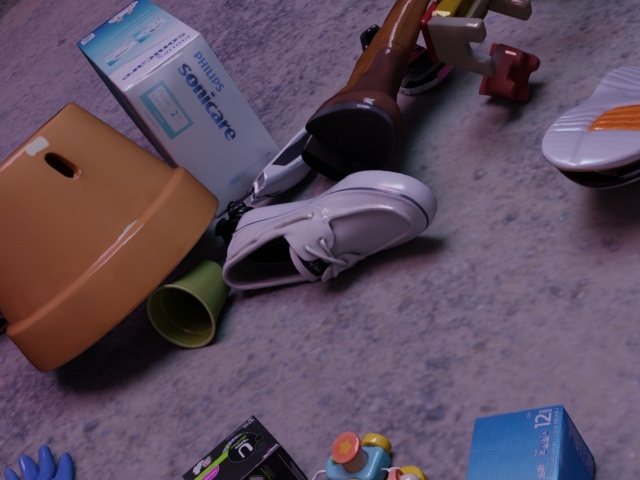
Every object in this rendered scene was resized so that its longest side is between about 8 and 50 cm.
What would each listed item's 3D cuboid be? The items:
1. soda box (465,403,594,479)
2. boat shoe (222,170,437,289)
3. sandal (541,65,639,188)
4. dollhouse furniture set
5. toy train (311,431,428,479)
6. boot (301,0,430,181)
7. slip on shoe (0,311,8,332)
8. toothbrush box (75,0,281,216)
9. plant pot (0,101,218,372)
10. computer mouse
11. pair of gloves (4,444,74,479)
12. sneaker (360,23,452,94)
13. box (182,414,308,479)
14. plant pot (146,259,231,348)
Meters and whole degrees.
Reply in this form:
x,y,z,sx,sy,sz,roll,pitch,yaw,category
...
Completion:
x,y,z,sx,sy,sz,roll,pitch,yaw,category
0.134,0.215,0.689,0.071,0.067,0.210,-15,36,29,soda box
0.000,0.000,1.085,0.267,0.096,0.088,-9,43,37,boat shoe
0.291,-0.097,0.979,0.102,0.076,0.265,8,28,30,sandal
0.222,-0.319,1.202,0.152,0.201,0.374,20,66,32,dollhouse furniture set
0.027,0.212,0.813,0.125,0.046,0.166,-38,32,-7,toy train
0.091,-0.210,1.165,0.280,0.096,0.264,-60,-1,-9,boot
-0.473,0.127,1.394,0.135,0.051,0.041,-30,40,-5,slip on shoe
-0.194,-0.190,1.406,0.126,0.216,0.295,-39,33,-7,toothbrush box
-0.292,-0.020,1.202,0.291,0.203,0.291,-39,16,14,plant pot
-0.054,-0.071,1.263,0.193,0.042,0.106,-49,-1,-28,computer mouse
-0.333,0.297,1.052,0.198,0.023,0.159,-34,31,-2,pair of gloves
0.103,-0.240,1.334,0.063,0.075,0.170,-40,32,-11,sneaker
-0.066,0.207,0.901,0.083,0.052,0.062,-40,31,-12,box
-0.138,0.063,1.149,0.083,0.083,0.079,-12,26,31,plant pot
